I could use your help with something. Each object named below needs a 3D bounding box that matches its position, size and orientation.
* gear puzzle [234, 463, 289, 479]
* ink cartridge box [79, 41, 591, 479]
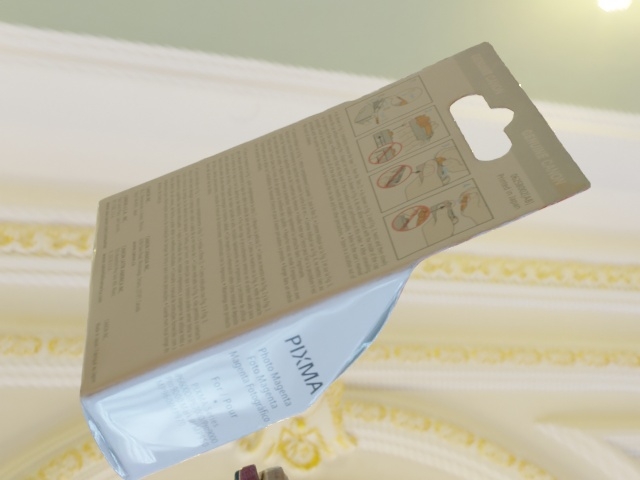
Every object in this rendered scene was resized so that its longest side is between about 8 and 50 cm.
[{"bbox_3d":[-0.012,0.282,0.589,0.044,0.175,0.339,-10,-100,-8],"label":"gear puzzle"},{"bbox_3d":[0.000,0.000,0.579,0.232,0.066,0.189,-19,-151,3],"label":"ink cartridge box"}]
